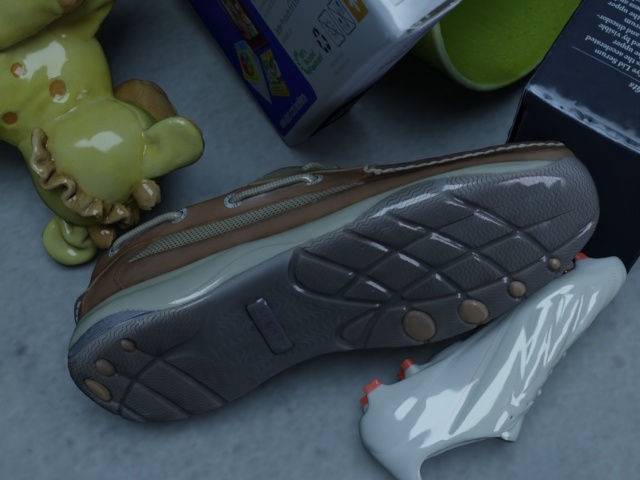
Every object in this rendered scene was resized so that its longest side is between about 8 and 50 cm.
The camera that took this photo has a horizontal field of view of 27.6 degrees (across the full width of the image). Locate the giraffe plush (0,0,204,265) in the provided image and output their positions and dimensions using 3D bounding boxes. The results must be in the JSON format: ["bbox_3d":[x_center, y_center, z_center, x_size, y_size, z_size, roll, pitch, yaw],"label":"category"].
[{"bbox_3d":[-0.157,-0.089,0.824,0.170,0.181,0.210,45,56,-5],"label":"giraffe plush"}]

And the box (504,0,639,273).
[{"bbox_3d":[0.210,-0.106,0.836,0.108,0.153,0.207,30,68,11],"label":"box"}]

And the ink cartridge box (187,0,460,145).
[{"bbox_3d":[-0.060,-0.215,0.748,0.072,0.303,0.307,-34,92,-11],"label":"ink cartridge box"}]

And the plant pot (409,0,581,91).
[{"bbox_3d":[0.036,-0.282,0.874,0.294,0.274,0.275,29,66,28],"label":"plant pot"}]

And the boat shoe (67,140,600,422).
[{"bbox_3d":[0.000,0.000,0.774,0.325,0.123,0.116,-17,44,3],"label":"boat shoe"}]

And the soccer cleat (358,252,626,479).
[{"bbox_3d":[0.114,0.080,0.796,0.196,0.068,0.076,-33,75,-8],"label":"soccer cleat"}]
